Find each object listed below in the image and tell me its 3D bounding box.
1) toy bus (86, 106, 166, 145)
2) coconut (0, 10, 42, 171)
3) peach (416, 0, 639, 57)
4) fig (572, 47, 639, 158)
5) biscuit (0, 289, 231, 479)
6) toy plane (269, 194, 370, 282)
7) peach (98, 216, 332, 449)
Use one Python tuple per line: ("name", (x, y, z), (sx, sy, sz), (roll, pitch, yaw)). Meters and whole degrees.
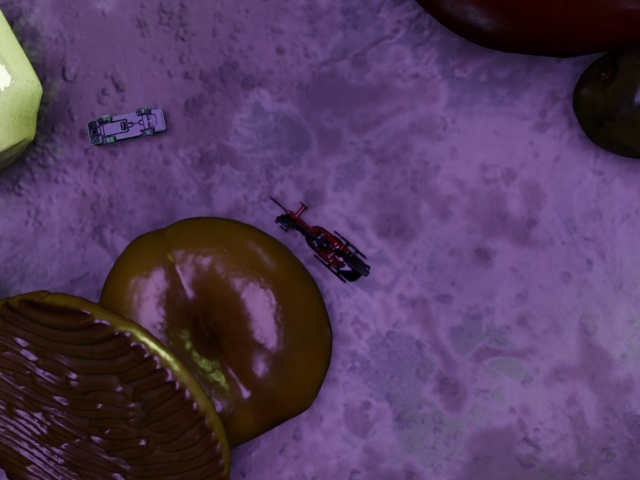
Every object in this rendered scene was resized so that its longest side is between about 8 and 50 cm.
("toy bus", (-0.207, -0.122, 1.892), (0.083, 0.037, 0.031), (-11, 87, 2))
("coconut", (-0.422, -0.168, 1.807), (0.237, 0.237, 0.266), (-35, 84, 2))
("peach", (0.257, -0.335, 1.721), (0.405, 0.335, 0.310), (-20, 127, 17))
("fig", (0.352, -0.139, 1.839), (0.133, 0.185, 0.126), (-52, 49, 14))
("biscuit", (-0.234, 0.187, 1.786), (0.317, 0.040, 0.318), (15, 128, 20))
("toy plane", (0.000, 0.000, 1.866), (0.145, 0.060, 0.037), (41, 91, 19))
("peach", (-0.114, 0.096, 1.826), (0.251, 0.153, 0.251), (0, 95, -3))
